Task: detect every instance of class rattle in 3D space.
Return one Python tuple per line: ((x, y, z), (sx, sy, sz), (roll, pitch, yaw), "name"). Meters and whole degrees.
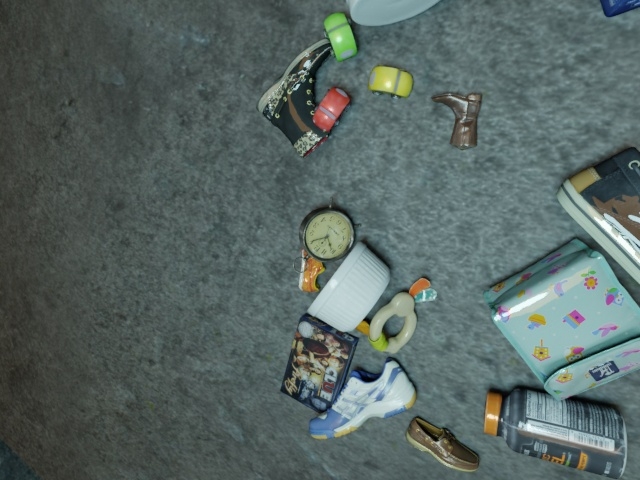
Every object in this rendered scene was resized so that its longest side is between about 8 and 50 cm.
((0.176, 0.163, 0.990), (0.130, 0.143, 0.200), (23, 95, -14), "rattle")

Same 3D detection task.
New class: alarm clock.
((0.000, 0.000, 0.984), (0.129, 0.064, 0.192), (42, 84, -21), "alarm clock")

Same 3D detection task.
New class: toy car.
((0.063, -0.380, 0.874), (0.238, 0.053, 0.225), (-21, 100, 8), "toy car")

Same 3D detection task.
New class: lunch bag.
((0.485, 0.169, 0.774), (0.223, 0.160, 0.262), (-35, 92, 19), "lunch bag")

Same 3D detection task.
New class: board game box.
((-0.007, 0.342, 1.104), (0.165, 0.042, 0.244), (21, 108, 20), "board game box")

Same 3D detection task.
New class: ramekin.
((0.072, 0.114, 0.938), (0.109, 0.207, 0.207), (37, 114, 5), "ramekin")

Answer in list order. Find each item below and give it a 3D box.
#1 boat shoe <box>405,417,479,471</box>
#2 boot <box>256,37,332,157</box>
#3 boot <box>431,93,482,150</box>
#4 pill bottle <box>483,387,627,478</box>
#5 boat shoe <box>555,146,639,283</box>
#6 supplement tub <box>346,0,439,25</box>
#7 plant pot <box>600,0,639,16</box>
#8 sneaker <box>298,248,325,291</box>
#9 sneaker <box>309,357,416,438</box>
((0.296, 0.493, 0.978), (0.177, 0.064, 0.060), (20, 110, 23), "boat shoe")
((-0.020, -0.332, 0.962), (0.236, 0.085, 0.179), (-39, 89, 22), "boot")
((0.282, -0.250, 0.858), (0.106, 0.037, 0.114), (11, 109, 25), "boot")
((0.471, 0.386, 0.838), (0.245, 0.130, 0.131), (5, 102, 25), "pill bottle")
((0.634, 0.046, 0.667), (0.500, 0.186, 0.156), (51, 122, 14), "boat shoe")
((0.117, -0.611, 0.751), (0.235, 0.235, 0.325), (-11, 95, 27), "supplement tub")
((0.533, -0.501, 0.574), (0.235, 0.212, 0.236), (-15, 100, 27), "plant pot")
((-0.019, 0.048, 1.053), (0.067, 0.064, 0.175), (4, 107, 2), "sneaker")
((0.090, 0.400, 1.033), (0.296, 0.112, 0.131), (-28, 81, 11), "sneaker")
